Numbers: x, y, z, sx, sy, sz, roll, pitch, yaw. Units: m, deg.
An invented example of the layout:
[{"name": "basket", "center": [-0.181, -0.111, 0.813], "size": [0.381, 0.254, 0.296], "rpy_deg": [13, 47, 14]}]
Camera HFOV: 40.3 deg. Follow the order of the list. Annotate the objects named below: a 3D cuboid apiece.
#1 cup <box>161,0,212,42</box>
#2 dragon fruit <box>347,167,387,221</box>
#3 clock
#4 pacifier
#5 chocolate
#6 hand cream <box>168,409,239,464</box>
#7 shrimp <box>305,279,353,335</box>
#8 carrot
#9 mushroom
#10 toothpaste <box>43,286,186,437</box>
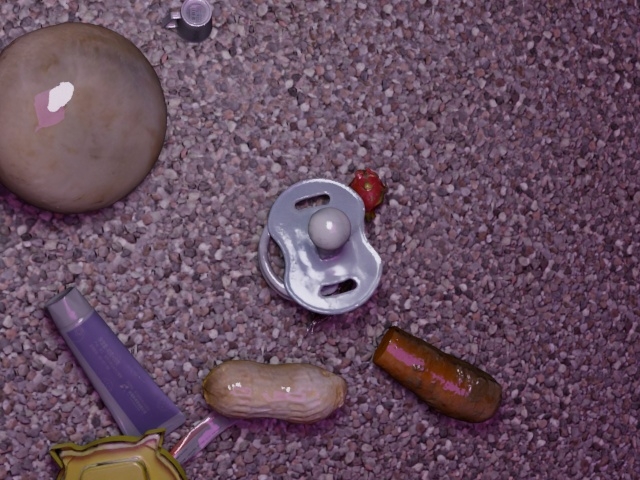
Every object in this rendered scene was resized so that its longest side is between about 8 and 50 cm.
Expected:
[{"name": "cup", "center": [-0.269, -0.449, 1.770], "size": [0.104, 0.116, 0.074], "rpy_deg": [-4, 91, -10]}, {"name": "dragon fruit", "center": [0.101, -0.098, 1.905], "size": [0.086, 0.081, 0.116], "rpy_deg": [-5, 122, -21]}, {"name": "clock", "center": [-0.400, 0.521, 1.760], "size": [0.277, 0.071, 0.293], "rpy_deg": [-3, 97, -2]}, {"name": "pacifier", "center": [0.000, 0.000, 1.780], "size": [0.244, 0.233, 0.299], "rpy_deg": [-15, 75, -12]}, {"name": "chocolate", "center": [-0.094, 0.319, 1.828], "size": [0.309, 0.134, 0.134], "rpy_deg": [4, 90, -16]}, {"name": "hand cream", "center": [-0.258, 0.413, 1.831], "size": [0.216, 0.038, 0.052], "rpy_deg": [-39, 125, -18]}, {"name": "shrimp", "center": [0.015, 0.139, 1.894], "size": [0.057, 0.065, 0.165], "rpy_deg": [38, 84, 18]}, {"name": "carrot", "center": [0.260, 0.307, 1.938], "size": [0.302, 0.139, 0.138], "rpy_deg": [28, 83, -8]}, {"name": "mushroom", "center": [-0.475, -0.234, 1.653], "size": [0.362, 0.295, 0.362], "rpy_deg": [-18, 118, -37]}, {"name": "toothpaste", "center": [-0.420, 0.262, 1.759], "size": [0.125, 0.080, 0.371], "rpy_deg": [-36, 106, -13]}]
